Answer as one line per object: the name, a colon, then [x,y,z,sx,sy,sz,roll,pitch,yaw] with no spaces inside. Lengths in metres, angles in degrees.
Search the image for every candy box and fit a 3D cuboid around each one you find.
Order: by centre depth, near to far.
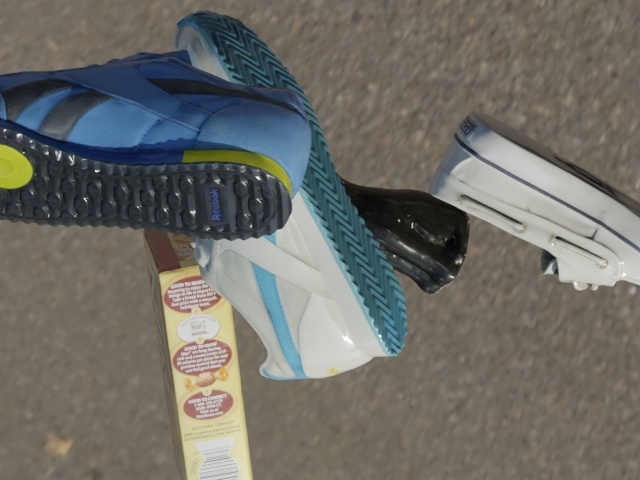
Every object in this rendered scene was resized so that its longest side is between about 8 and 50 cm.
candy box: [-0.151,0.153,2.120,0.087,0.183,0.316,-9,108,-10]

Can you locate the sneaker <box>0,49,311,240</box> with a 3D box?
sneaker: [-0.109,-0.055,0.832,0.209,0.082,0.069,7,142,0]

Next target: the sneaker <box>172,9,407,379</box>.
sneaker: [-0.037,-0.022,0.996,0.092,0.087,0.229,-22,99,23]

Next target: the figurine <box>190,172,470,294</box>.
figurine: [0.000,0.000,1.664,0.209,0.092,0.215,26,140,-20]

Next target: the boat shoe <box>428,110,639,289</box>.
boat shoe: [0.213,-0.004,1.410,0.267,0.096,0.088,29,105,-13]
